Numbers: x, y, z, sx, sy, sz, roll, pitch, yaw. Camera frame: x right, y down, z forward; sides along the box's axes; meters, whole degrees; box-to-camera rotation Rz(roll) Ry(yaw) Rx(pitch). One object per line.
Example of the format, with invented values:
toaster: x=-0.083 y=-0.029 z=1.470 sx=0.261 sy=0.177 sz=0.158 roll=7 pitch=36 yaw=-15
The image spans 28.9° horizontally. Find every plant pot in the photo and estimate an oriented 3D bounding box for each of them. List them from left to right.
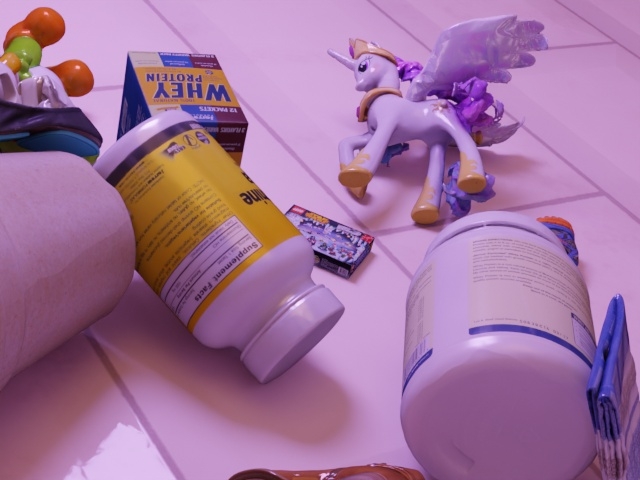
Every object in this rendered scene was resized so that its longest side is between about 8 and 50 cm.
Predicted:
plant pot: x=-0.388 y=0.026 z=1.419 sx=0.334 sy=0.334 sz=0.305 roll=28 pitch=25 yaw=20

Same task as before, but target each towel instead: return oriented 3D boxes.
towel: x=0.349 y=0.232 z=1.403 sx=0.034 sy=0.285 sz=0.209 roll=-5 pitch=26 yaw=23

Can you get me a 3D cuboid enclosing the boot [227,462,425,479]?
boot: x=0.007 y=0.281 z=1.372 sx=0.197 sy=0.073 sz=0.152 roll=-2 pitch=-2 yaw=31

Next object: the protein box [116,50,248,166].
protein box: x=-0.208 y=-0.139 z=1.798 sx=0.136 sy=0.200 sz=0.201 roll=-1 pitch=37 yaw=-21

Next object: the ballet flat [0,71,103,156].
ballet flat: x=-0.361 y=-0.157 z=1.516 sx=0.095 sy=0.096 sz=0.280 roll=-7 pitch=-3 yaw=25

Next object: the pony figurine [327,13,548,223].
pony figurine: x=0.183 y=-0.202 z=2.017 sx=0.351 sy=0.303 sz=0.363 roll=3 pitch=49 yaw=-1

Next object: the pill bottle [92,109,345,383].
pill bottle: x=-0.131 y=0.012 z=1.561 sx=0.334 sy=0.188 sz=0.188 roll=47 pitch=41 yaw=10

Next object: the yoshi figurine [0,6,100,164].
yoshi figurine: x=-0.410 y=-0.191 z=1.813 sx=0.203 sy=0.203 sz=0.362 roll=19 pitch=40 yaw=-10

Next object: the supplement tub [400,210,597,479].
supplement tub: x=0.220 y=0.130 z=1.526 sx=0.235 sy=0.235 sz=0.325 roll=13 pitch=33 yaw=-2

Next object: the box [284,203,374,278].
box: x=0.000 y=0.000 z=1.826 sx=0.137 sy=0.027 sz=0.094 roll=22 pitch=33 yaw=13

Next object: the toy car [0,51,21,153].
toy car: x=-0.445 y=-0.156 z=1.620 sx=0.182 sy=0.136 sz=0.159 roll=-37 pitch=18 yaw=-1

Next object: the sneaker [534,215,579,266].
sneaker: x=0.299 y=0.013 z=1.875 sx=0.221 sy=0.083 sz=0.087 roll=-4 pitch=45 yaw=-20
